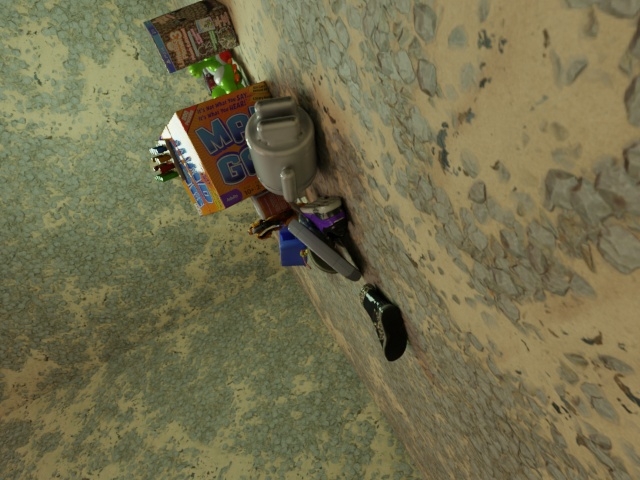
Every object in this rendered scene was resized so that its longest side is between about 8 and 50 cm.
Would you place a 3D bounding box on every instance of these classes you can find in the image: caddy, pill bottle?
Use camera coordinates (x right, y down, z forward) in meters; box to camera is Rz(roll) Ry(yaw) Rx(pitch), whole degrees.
[{"bbox_3d":[-0.120,0.005,2.075,0.341,0.179,0.242,106,160,-75],"label":"caddy"},{"bbox_3d":[-0.176,-0.184,1.736,0.121,0.216,0.121,60,170,18],"label":"pill bottle"}]

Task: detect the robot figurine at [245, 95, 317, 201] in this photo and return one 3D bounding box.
[{"bbox_3d":[-0.111,-0.269,1.244,0.353,0.199,0.300,85,179,-65],"label":"robot figurine"}]

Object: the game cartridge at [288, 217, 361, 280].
[{"bbox_3d":[0.014,0.037,1.473,0.294,0.060,0.196,39,177,20],"label":"game cartridge"}]

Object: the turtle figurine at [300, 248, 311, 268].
[{"bbox_3d":[-0.020,0.008,1.825,0.269,0.087,0.218,-16,98,59],"label":"turtle figurine"}]

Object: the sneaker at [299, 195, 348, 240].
[{"bbox_3d":[0.018,-0.067,1.399,0.146,0.102,0.293,64,170,-12],"label":"sneaker"}]

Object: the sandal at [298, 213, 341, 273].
[{"bbox_3d":[-0.002,-0.001,1.652,0.303,0.120,0.086,61,156,10],"label":"sandal"}]

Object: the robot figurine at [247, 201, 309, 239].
[{"bbox_3d":[-0.185,-0.086,1.819,0.085,0.290,0.211,64,170,-10],"label":"robot figurine"}]

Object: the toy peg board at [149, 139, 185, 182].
[{"bbox_3d":[-0.618,-0.303,1.596,0.161,0.079,0.161,18,133,53],"label":"toy peg board"}]

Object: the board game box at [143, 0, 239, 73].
[{"bbox_3d":[-0.497,-0.793,1.569,0.232,0.290,0.141,52,165,44],"label":"board game box"}]

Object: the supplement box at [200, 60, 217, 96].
[{"bbox_3d":[-0.506,-0.810,2.018,0.073,0.130,0.239,61,170,6],"label":"supplement box"}]

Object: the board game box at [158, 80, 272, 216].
[{"bbox_3d":[-0.352,-0.338,1.588,0.356,0.356,0.357,-2,116,60],"label":"board game box"}]

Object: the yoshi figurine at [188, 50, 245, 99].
[{"bbox_3d":[-0.441,-0.706,1.760,0.362,0.203,0.203,60,172,25],"label":"yoshi figurine"}]

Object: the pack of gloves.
[{"bbox_3d":[-0.035,-0.056,1.535,0.232,0.046,0.195,29,-162,-46],"label":"pack of gloves"}]

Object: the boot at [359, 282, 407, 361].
[{"bbox_3d":[0.208,0.273,1.381,0.179,0.085,0.237,-130,22,-58],"label":"boot"}]
